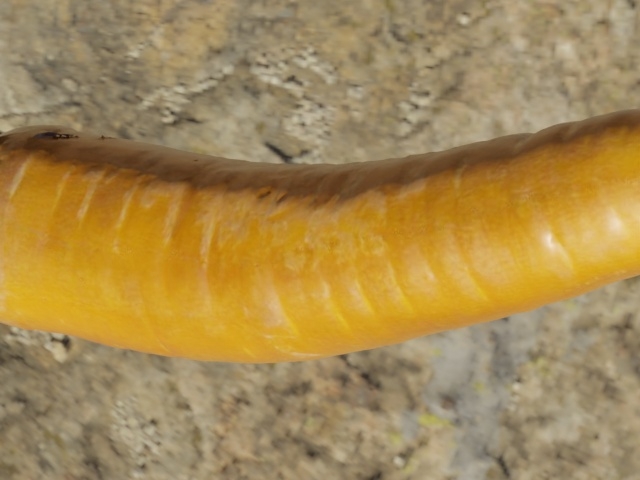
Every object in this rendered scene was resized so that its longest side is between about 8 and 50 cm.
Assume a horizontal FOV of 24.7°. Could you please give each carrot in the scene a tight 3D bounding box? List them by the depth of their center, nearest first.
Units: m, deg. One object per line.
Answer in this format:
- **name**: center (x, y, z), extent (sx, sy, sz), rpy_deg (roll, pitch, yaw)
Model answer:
- **carrot**: center (0.001, 0.000, 0.372), extent (0.062, 0.271, 0.066), rpy_deg (19, 76, -57)
